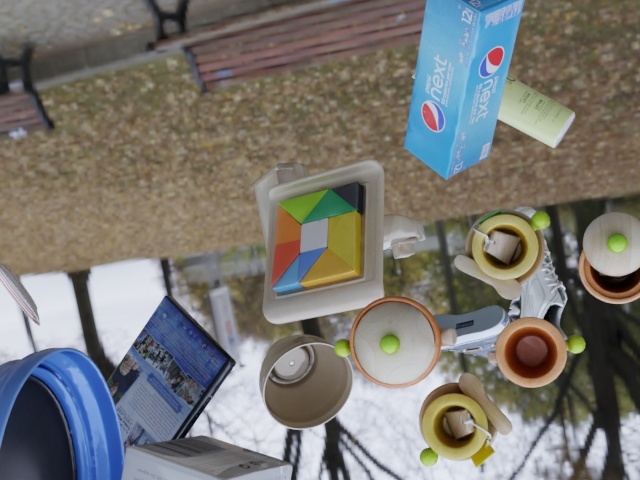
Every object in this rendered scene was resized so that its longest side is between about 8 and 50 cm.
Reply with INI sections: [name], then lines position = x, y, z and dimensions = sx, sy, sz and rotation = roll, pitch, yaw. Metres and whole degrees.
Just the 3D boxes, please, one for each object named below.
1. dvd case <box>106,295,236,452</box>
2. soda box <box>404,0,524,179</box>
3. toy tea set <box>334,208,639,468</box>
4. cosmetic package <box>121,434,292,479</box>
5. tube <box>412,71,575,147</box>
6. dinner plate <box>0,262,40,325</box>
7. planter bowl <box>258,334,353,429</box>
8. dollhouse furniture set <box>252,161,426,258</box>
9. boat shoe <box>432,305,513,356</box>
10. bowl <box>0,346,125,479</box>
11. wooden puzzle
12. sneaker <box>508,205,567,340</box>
[dvd case]
position = -0.257, 0.238, 1.542
dimensions = 0.180, 0.253, 0.022
rotation = 40, -171, 33
[soda box]
position = 0.145, -0.170, 1.009
dimensions = 0.067, 0.210, 0.071
rotation = -28, -127, -29
[toy tea set]
position = 0.181, 0.078, 1.005
dimensions = 0.336, 0.200, 0.124
rotation = -45, 168, 8
[cosmetic package]
position = -0.147, 0.348, 1.184
dimensions = 0.151, 0.183, 0.151
rotation = 10, -178, 31
[tube]
position = 0.261, -0.221, 1.470
dimensions = 0.240, 0.062, 0.070
rotation = 32, -152, 15
[dinner plate]
position = -0.501, 0.081, 1.616
dimensions = 0.017, 0.141, 0.141
rotation = -37, -165, -21
[planter bowl]
position = -0.038, 0.229, 1.688
dimensions = 0.162, 0.162, 0.109
rotation = -12, -158, -17
[dollhouse furniture set]
position = 0.075, -0.063, 1.835
dimensions = 0.356, 0.173, 0.303
rotation = -7, 170, -28
[boat shoe]
position = 0.237, 0.161, 1.581
dimensions = 0.183, 0.083, 0.065
rotation = -15, -137, 38
[bowl]
position = -0.355, 0.333, 1.249
dimensions = 0.077, 0.391, 0.391
rotation = -4, -173, 10
[wooden puzzle]
position = 0.000, 0.000, 1.556
dimensions = 0.221, 0.238, 0.044
rotation = -14, 155, 30
[sneaker]
position = 0.421, 0.077, 1.894
dimensions = 0.110, 0.292, 0.118
rotation = -2, 177, -35
